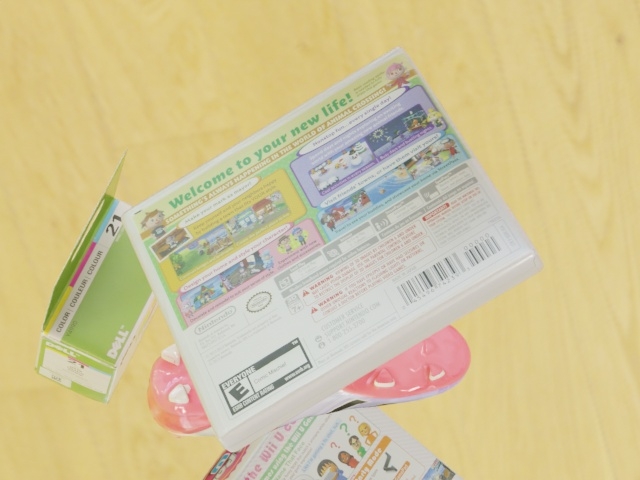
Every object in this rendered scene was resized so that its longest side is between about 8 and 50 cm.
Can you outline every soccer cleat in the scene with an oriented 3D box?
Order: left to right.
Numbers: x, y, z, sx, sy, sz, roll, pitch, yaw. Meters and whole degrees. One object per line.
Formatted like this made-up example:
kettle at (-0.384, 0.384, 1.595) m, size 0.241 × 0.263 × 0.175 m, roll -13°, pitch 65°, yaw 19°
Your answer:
soccer cleat at (-0.010, 0.106, 1.274) m, size 0.248 × 0.083 × 0.095 m, roll -8°, pitch 151°, yaw -6°

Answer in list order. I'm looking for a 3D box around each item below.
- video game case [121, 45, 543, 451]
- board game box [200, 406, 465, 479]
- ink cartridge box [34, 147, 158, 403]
video game case at (0.000, 0.000, 1.001) m, size 0.212 × 0.193 × 0.023 m, roll -31°, pitch 142°, yaw 3°
board game box at (0.033, 0.283, 1.407) m, size 0.303 × 0.097 × 0.224 m, roll 42°, pitch 71°, yaw -12°
ink cartridge box at (-0.224, 0.045, 1.809) m, size 0.097 × 0.188 × 0.255 m, roll 26°, pitch 153°, yaw -1°
